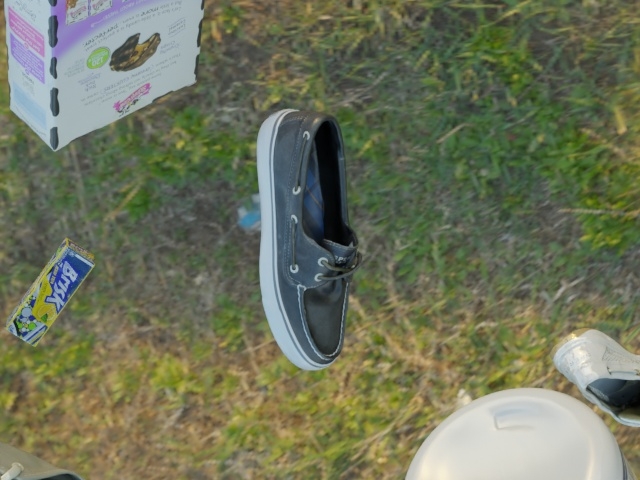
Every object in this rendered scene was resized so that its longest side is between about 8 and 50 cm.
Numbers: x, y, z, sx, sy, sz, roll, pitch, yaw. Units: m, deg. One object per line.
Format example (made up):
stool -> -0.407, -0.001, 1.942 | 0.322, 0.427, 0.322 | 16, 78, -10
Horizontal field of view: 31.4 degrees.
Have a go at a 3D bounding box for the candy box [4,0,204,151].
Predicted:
candy box -> -0.179, -0.194, 0.958 | 0.070, 0.165, 0.196 | 41, 142, 23

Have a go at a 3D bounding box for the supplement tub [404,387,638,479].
supplement tub -> 0.254, 0.340, 1.230 | 0.235, 0.235, 0.324 | -8, 132, 33

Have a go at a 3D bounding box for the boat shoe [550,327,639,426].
boat shoe -> 0.419, 0.207, 1.511 | 0.098, 0.277, 0.096 | -50, 36, 27

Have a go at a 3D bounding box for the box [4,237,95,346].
box -> -0.431, 0.082, 1.817 | 0.059, 0.054, 0.169 | 35, 95, -19

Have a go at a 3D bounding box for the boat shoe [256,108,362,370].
boat shoe -> 0.000, 0.000, 0.970 | 0.076, 0.080, 0.228 | 0, 94, 46

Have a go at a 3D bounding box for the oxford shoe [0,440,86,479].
oxford shoe -> -0.412, 0.273, 1.285 | 0.449, 0.169, 0.130 | 35, 139, -22
